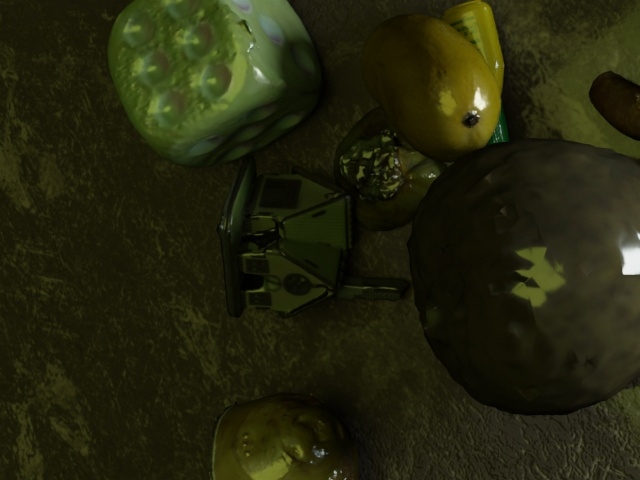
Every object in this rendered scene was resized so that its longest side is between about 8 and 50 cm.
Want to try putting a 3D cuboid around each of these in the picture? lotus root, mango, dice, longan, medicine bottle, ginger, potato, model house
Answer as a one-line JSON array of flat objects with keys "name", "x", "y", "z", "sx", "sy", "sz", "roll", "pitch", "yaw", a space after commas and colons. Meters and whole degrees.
[{"name": "lotus root", "x": 0.097, "y": -0.117, "z": 2.084, "sx": 0.183, "sy": 0.078, "sz": 0.203, "roll": 47, "pitch": 107, "yaw": 18}, {"name": "mango", "x": 0.153, "y": -0.236, "z": 1.953, "sx": 0.331, "sy": 0.142, "sz": 0.195, "roll": -128, "pitch": 29, "yaw": -49}, {"name": "dice", "x": -0.164, "y": -0.277, "z": 2.116, "sx": 0.254, "sy": 0.250, "sz": 0.252, "roll": -30, "pitch": 77, "yaw": 22}, {"name": "longan", "x": 0.301, "y": 0.042, "z": 1.812, "sx": 0.391, "sy": 0.391, "sz": 0.391, "roll": 0, "pitch": 90, "yaw": 26}, {"name": "medicine bottle", "x": 0.244, "y": -0.229, "z": 2.018, "sx": 0.095, "sy": 0.064, "sz": 0.260, "roll": -15, "pitch": 86, "yaw": 42}, {"name": "ginger", "x": 0.512, "y": -0.203, "z": 1.836, "sx": 0.133, "sy": 0.107, "sz": 0.309, "roll": 43, "pitch": 143, "yaw": -22}, {"name": "potato", "x": -0.030, "y": 0.380, "z": 2.054, "sx": 0.196, "sy": 0.246, "sz": 0.299, "roll": -17, "pitch": 88, "yaw": 29}, {"name": "model house", "x": 0.000, "y": 0.000, "z": 2.078, "sx": 0.279, "sy": 0.204, "sz": 0.218, "roll": 3, "pitch": 129, "yaw": 9}]
